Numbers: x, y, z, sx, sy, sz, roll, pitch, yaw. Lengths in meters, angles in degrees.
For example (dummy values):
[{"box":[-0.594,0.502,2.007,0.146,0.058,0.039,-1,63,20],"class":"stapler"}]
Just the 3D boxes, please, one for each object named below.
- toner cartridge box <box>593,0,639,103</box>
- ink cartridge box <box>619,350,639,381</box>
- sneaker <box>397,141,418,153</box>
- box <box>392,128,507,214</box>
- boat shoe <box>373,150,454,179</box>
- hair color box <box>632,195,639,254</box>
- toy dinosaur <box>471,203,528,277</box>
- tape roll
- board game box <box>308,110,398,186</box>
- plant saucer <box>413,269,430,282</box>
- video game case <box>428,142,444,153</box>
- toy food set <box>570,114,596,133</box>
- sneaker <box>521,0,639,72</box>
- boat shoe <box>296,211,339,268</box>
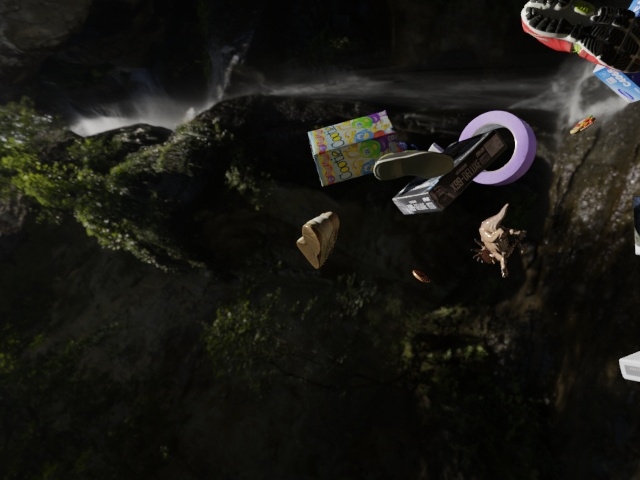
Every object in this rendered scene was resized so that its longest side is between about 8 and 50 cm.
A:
[{"box":[0.992,-0.613,1.350,0.348,0.165,0.075,-57,9,-8],"class":"toner cartridge box"},{"box":[1.431,0.465,1.697,0.385,0.308,0.091,-11,-94,-18],"class":"ink cartridge box"},{"box":[0.313,-0.375,1.828,0.221,0.083,0.087,-6,-24,-36],"class":"sneaker"},{"box":[0.407,-0.212,1.422,0.307,0.242,0.076,-43,-78,-11],"class":"box"},{"box":[0.272,-0.227,1.292,0.069,0.227,0.081,-71,-25,-55],"class":"boat shoe"},{"box":[1.075,-0.045,1.213,0.113,0.374,0.185,-6,-87,-14],"class":"hair color box"},{"box":[0.644,-0.001,1.641,0.127,0.200,0.296,-27,-62,-12],"class":"toy dinosaur"},{"box":[0.675,-0.352,1.707,0.090,0.274,0.275,-1,-71,-46],"class":"tape roll"},{"box":[0.114,-0.313,1.513,0.144,0.275,0.142,70,-173,-47],"class":"board game box"},{"box":[0.438,0.158,1.924,0.083,0.083,0.013,-3,-53,-60],"class":"plant saucer"},{"box":[0.571,-0.319,2.039,0.026,0.227,0.206,-45,-9,-20],"class":"video game case"},{"box":[0.882,-0.388,1.486,0.083,0.020,0.082,-36,5,39],"class":"toy food set"},{"box":[0.569,-0.445,0.952,0.107,0.279,0.118,-60,-11,15],"class":"sneaker"},{"box":[0.000,0.000,1.320,0.098,0.109,0.302,-38,-12,-16],"class":"boat shoe"}]
